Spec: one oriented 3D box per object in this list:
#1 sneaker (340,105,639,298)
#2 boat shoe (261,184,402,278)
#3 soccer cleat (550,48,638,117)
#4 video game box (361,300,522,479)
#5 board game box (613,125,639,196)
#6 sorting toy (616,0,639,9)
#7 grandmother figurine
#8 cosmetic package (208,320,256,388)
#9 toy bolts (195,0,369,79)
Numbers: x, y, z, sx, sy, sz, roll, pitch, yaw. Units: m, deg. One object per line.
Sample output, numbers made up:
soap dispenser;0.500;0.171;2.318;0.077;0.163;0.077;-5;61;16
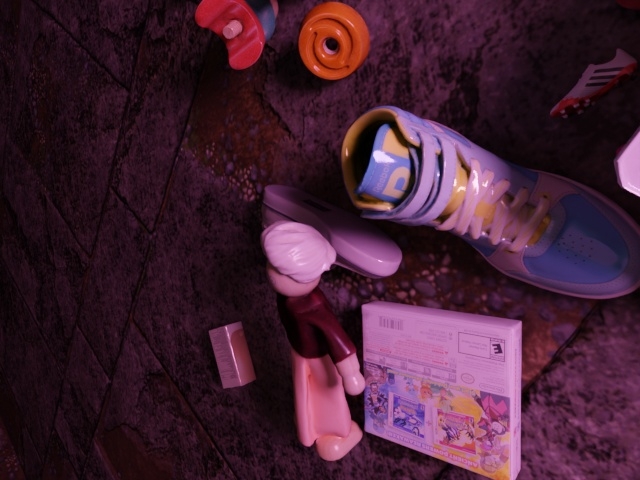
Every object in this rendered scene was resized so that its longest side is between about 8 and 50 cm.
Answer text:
sneaker;0.149;-0.034;0.440;0.319;0.208;0.127;34;114;31
boat shoe;0.000;0.000;0.644;0.267;0.096;0.088;29;117;35
soccer cleat;0.271;-0.156;0.444;0.083;0.029;0.036;-33;65;34
video game box;0.149;0.183;0.570;0.205;0.048;0.187;3;95;40
board game box;0.445;-0.108;0.207;0.390;0.050;0.390;31;116;10
sorting toy;0.301;-0.260;0.404;0.061;0.042;0.102;28;101;17
grandmother figurine;-0.012;0.134;0.590;0.207;0.104;0.342;18;126;48
cosmetic package;-0.168;0.218;0.841;0.060;0.041;0.115;-21;82;39
toy bolts;-0.039;-0.341;0.643;0.228;0.158;0.218;-16;125;30
